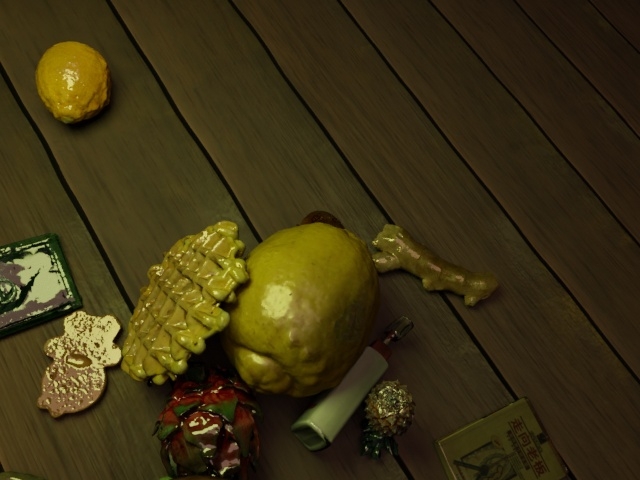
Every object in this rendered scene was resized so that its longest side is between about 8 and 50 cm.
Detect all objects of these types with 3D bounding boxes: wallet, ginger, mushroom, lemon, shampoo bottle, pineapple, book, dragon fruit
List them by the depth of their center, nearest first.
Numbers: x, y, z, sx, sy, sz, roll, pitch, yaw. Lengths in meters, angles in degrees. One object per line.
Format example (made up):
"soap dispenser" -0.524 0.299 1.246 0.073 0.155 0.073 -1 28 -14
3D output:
"dragon fruit" -0.181 0.305 0.785 0.183 0.182 0.188 19 48 -5
"pineapple" 0.113 0.308 0.827 0.083 0.221 0.103 13 55 10
"lemon" -0.034 0.111 0.841 0.286 0.285 0.316 9 33 -9
"wallet" -0.569 0.090 0.852 0.236 0.055 0.160 -22 80 -22
"shampoo bottle" 0.066 0.251 0.878 0.071 0.153 0.284 41 58 8
"book" 0.352 0.425 0.935 0.231 0.026 0.161 -17 72 -20
"lemon" -0.511 -0.323 0.999 0.142 0.142 0.186 7 70 -10
"mushroom" 0.000 0.000 1.018 0.127 0.087 0.127 1 87 -27
"ginger" 0.251 0.057 1.051 0.299 0.065 0.117 21 77 -2

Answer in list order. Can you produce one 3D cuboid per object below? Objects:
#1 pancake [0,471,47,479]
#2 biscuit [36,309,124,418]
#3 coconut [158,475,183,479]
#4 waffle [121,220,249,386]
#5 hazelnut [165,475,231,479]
"pancake" -0.491 0.469 0.707 0.236 0.042 0.222 -29 74 -24
"biscuit" -0.417 0.213 0.846 0.134 0.027 0.183 0 68 -14
"coconut" -0.227 0.421 0.767 0.096 0.087 0.087 33 63 10
"waffle" -0.231 0.091 0.802 0.062 0.329 0.329 34 59 -30
"hazelnut" -0.160 0.495 0.583 0.409 0.359 0.359 52 60 -29
